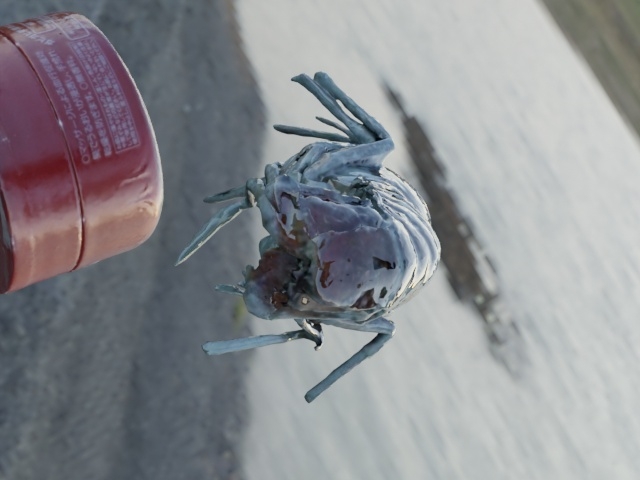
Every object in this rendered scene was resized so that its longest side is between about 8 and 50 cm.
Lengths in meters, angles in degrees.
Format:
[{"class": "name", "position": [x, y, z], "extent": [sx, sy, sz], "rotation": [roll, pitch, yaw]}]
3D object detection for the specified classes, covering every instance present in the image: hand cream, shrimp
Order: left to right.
[{"class": "hand cream", "position": [-0.245, -0.078, 1.526], "extent": [0.230, 0.149, 0.230], "rotation": [45, -32, 39]}, {"class": "shrimp", "position": [0.004, 0.000, 1.164], "extent": [0.410, 0.166, 0.221], "rotation": [-156, -109, -77]}]
